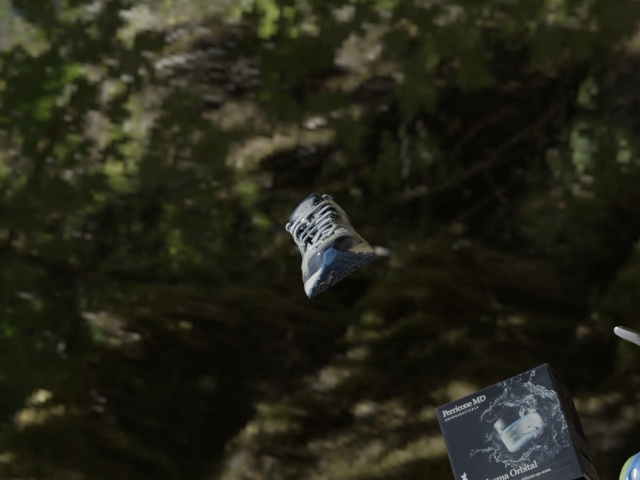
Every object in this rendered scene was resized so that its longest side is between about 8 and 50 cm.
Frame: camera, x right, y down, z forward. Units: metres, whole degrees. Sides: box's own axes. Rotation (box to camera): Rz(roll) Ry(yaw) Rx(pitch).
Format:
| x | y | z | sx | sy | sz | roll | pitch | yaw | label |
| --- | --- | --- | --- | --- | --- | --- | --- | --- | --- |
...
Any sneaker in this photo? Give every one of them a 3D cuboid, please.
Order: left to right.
| x | y | z | sx | sy | sz | roll | pitch | yaw | label |
| --- | --- | --- | --- | --- | --- | --- | --- | --- | --- |
| 0.000 | 0.000 | 1.128 | 0.058 | 0.052 | 0.135 | 57 | -179 | -1 | sneaker |

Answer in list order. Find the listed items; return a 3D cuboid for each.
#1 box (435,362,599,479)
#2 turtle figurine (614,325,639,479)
| x | y | z | sx | sy | sz | roll | pitch | yaw | label |
| --- | --- | --- | --- | --- | --- | --- | --- | --- | --- |
| 0.242 | 0.259 | 2.103 | 0.093 | 0.156 | 0.158 | 46 | -156 | -54 | box |
| 0.298 | 0.198 | 1.050 | 0.274 | 0.266 | 0.197 | 47 | -124 | -66 | turtle figurine |
